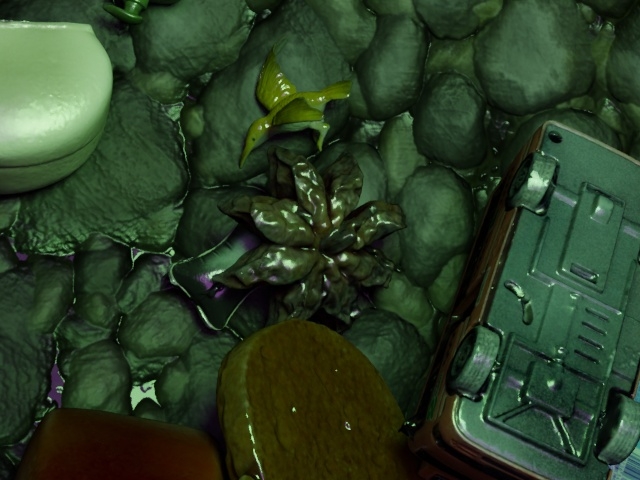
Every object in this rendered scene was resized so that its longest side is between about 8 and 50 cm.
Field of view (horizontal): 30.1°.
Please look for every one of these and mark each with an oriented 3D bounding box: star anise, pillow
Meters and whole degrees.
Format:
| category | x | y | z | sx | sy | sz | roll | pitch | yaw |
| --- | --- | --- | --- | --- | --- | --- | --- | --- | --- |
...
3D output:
| category | x | y | z | sx | sy | sz | roll | pitch | yaw |
| --- | --- | --- | --- | --- | --- | --- | --- | --- | --- |
| star anise | 0.001 | -0.001 | 1.365 | 0.223 | 0.109 | 0.236 | 47 | 68 | -17 |
| pillow | -0.103 | 0.034 | 1.393 | 0.136 | 0.055 | 0.091 | -39 | 67 | -23 |

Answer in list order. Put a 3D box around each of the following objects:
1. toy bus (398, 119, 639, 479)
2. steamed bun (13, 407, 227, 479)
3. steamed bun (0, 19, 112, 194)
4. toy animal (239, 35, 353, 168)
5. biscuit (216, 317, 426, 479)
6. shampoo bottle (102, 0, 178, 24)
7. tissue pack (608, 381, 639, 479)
| category | x | y | z | sx | sy | sz | roll | pitch | yaw |
| --- | --- | --- | --- | --- | --- | --- | --- | --- | --- |
| toy bus | 0.246 | 0.093 | 1.341 | 0.203 | 0.233 | 0.427 | 26 | 59 | -4 |
| steamed bun | -0.212 | 0.358 | 1.172 | 0.235 | 0.248 | 0.379 | 10 | 73 | -9 |
| steamed bun | -0.355 | -0.146 | 1.332 | 0.242 | 0.146 | 0.164 | -3 | 71 | -14 |
| toy animal | -0.031 | -0.140 | 1.442 | 0.095 | 0.219 | 0.155 | 21 | 108 | -25 |
| biscuit | 0.005 | 0.275 | 1.253 | 0.350 | 0.070 | 0.394 | 6 | 61 | -53 |
| shampoo bottle | -0.202 | -0.370 | 1.463 | 0.118 | 0.087 | 0.234 | 18 | 72 | -7 |
| tissue pack | 0.387 | 0.233 | 1.402 | 0.198 | 0.146 | 0.263 | 28 | 69 | -8 |
